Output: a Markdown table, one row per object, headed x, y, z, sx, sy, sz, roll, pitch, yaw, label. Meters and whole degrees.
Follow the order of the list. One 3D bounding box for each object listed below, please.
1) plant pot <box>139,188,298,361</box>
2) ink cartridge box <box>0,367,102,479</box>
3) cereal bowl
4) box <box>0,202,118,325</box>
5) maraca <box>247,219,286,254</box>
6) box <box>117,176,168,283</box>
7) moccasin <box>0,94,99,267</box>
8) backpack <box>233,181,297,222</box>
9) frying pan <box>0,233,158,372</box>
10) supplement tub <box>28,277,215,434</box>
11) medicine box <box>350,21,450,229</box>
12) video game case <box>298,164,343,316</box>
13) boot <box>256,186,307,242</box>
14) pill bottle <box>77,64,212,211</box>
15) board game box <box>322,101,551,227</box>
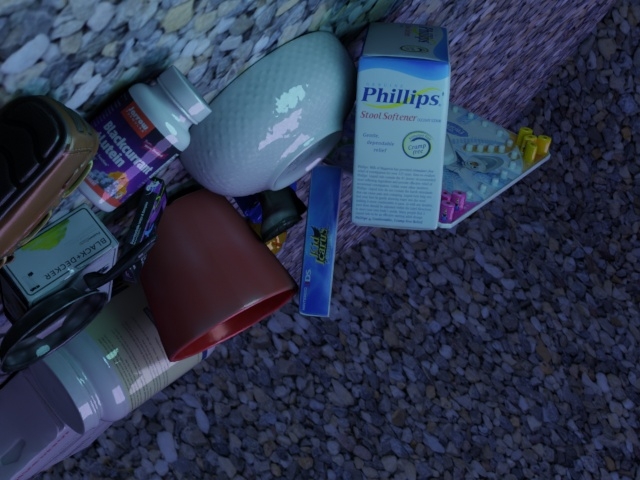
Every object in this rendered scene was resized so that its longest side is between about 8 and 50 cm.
| x | y | z | sx | sy | sz | roll | pitch | yaw | label |
| --- | --- | --- | --- | --- | --- | --- | --- | --- | --- |
| -0.213 | 0.054 | 1.962 | 0.275 | 0.243 | 0.275 | -29 | 171 | -5 | plant pot |
| -0.601 | 0.390 | 2.416 | 0.285 | 0.166 | 0.395 | -43 | 172 | 20 | ink cartridge box |
| -0.064 | -0.186 | 1.788 | 0.339 | 0.141 | 0.339 | -38 | 173 | -6 | cereal bowl |
| -0.426 | 0.066 | 1.730 | 0.169 | 0.087 | 0.290 | -36 | 171 | -22 | box |
| -0.124 | -0.030 | 2.526 | 0.186 | 0.099 | 0.127 | -64 | -176 | -23 | maraca |
| -0.296 | -0.016 | 1.779 | 0.116 | 0.029 | 0.162 | 108 | 1 | -76 | box |
| -0.416 | -0.013 | 1.253 | 0.380 | 0.139 | 0.147 | -49 | 163 | 0 | moccasin |
| -0.112 | -0.102 | 2.166 | 0.120 | 0.098 | 0.101 | -41 | 168 | 20 | backpack |
| -0.385 | 0.098 | 1.597 | 0.197 | 0.053 | 0.326 | -30 | 166 | -45 | frying pan |
| -0.397 | 0.213 | 2.131 | 0.325 | 0.235 | 0.235 | -35 | 171 | -28 | supplement tub |
| 0.137 | -0.201 | 1.808 | 0.263 | 0.149 | 0.289 | -77 | 169 | -67 | medicine box |
| 0.000 | 0.000 | 1.992 | 0.061 | 0.270 | 0.244 | 6 | 180 | 1 | video game case |
| -0.105 | -0.092 | 1.975 | 0.083 | 0.161 | 0.246 | -32 | -173 | 10 | boot |
| -0.240 | -0.137 | 1.390 | 0.193 | 0.108 | 0.108 | -40 | 172 | 4 | pill bottle |
| 0.210 | -0.203 | 2.142 | 0.390 | 0.390 | 0.050 | -32 | 143 | -41 | board game box |
